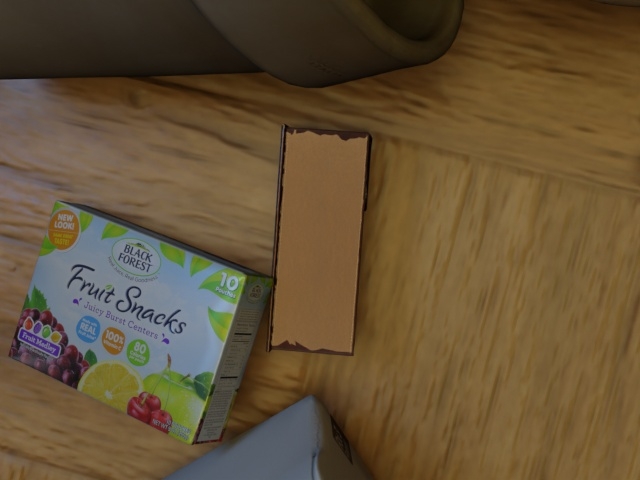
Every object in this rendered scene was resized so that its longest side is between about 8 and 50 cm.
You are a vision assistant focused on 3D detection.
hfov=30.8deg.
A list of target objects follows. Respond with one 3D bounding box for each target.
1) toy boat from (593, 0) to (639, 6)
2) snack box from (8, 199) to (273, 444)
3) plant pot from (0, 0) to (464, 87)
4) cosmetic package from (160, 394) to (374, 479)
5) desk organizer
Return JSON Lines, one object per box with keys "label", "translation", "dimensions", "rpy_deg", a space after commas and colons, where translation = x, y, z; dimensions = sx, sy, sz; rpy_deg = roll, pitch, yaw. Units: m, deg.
{"label": "toy boat", "translation": [0.134, -0.265, 0.570], "dimensions": [0.267, 0.148, 0.318], "rpy_deg": [-8, 69, -33]}
{"label": "snack box", "translation": [-0.106, 0.045, 0.671], "dimensions": [0.141, 0.037, 0.100], "rpy_deg": [19, 92, 27]}
{"label": "plant pot", "translation": [-0.112, -0.206, 0.578], "dimensions": [0.280, 0.323, 0.323], "rpy_deg": [-15, 90, 24]}
{"label": "cosmetic package", "translation": [-0.124, 0.262, 0.601], "dimensions": [0.385, 0.217, 0.156], "rpy_deg": [-29, 102, 8]}
{"label": "desk organizer", "translation": [0.000, 0.000, 0.675], "dimensions": [0.050, 0.047, 0.130], "rpy_deg": [4, 92, 4]}
